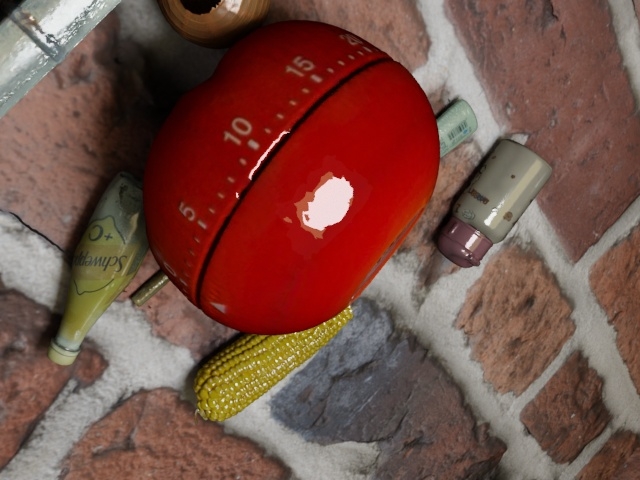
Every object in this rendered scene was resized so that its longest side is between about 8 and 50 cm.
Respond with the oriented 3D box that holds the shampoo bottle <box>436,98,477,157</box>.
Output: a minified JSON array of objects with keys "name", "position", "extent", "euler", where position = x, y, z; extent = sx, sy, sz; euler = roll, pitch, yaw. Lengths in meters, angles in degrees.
[{"name":"shampoo bottle","position":[0.174,-0.148,1.211],"extent":[0.190,0.041,0.069],"euler":[-40,139,-9]}]

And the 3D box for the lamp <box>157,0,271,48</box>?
[{"name":"lamp","position":[-0.120,-0.288,0.846],"extent":[0.136,0.136,0.136],"euler":[-18,126,-27]}]

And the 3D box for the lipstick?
[{"name":"lipstick","position":[-0.320,-0.205,0.786],"extent":[0.290,0.077,0.076],"euler":[-47,131,-2]}]

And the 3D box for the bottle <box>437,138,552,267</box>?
[{"name":"bottle","position":[0.298,-0.058,1.314],"extent":[0.110,0.110,0.233],"euler":[31,97,-44]}]

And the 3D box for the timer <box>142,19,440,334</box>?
[{"name":"timer","position":[-0.026,-0.064,0.899],"extent":[0.378,0.279,0.378],"euler":[-50,169,-14]}]

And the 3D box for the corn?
[{"name":"corn","position":[-0.084,0.178,1.187],"extent":[0.310,0.101,0.101],"euler":[-38,133,-15]}]

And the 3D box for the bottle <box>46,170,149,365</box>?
[{"name":"bottle","position":[-0.283,0.043,0.962],"extent":[0.083,0.083,0.270],"euler":[18,104,-42]}]

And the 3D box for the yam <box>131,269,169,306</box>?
[{"name":"yam","position":[-0.221,0.051,1.058],"extent":[0.116,0.021,0.021],"euler":[-41,133,-7]}]
